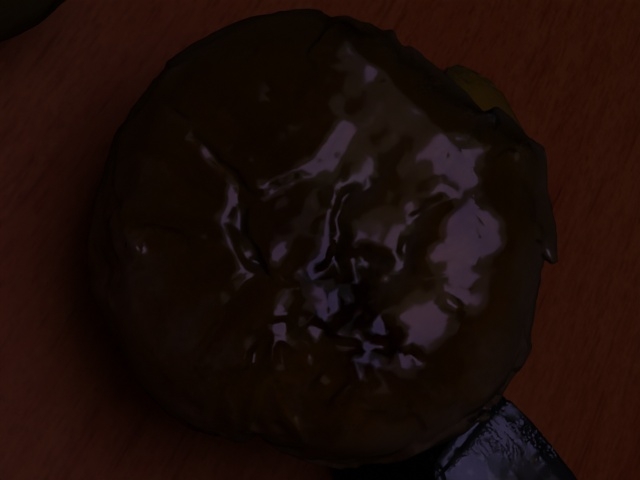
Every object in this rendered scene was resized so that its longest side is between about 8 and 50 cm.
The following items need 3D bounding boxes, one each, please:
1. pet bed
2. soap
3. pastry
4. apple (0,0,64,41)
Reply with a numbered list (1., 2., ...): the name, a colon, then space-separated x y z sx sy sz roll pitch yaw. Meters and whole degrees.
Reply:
1. pet bed: 0.119 0.251 1.200 0.159 0.211 0.183 -44 103 -24
2. soap: 0.179 -0.137 1.421 0.089 0.033 0.169 2 55 -43
3. pastry: 0.000 0.000 1.131 0.409 0.245 0.410 0 80 -1
4. apple: -0.303 -0.303 1.051 0.291 0.254 0.292 13 68 -35
